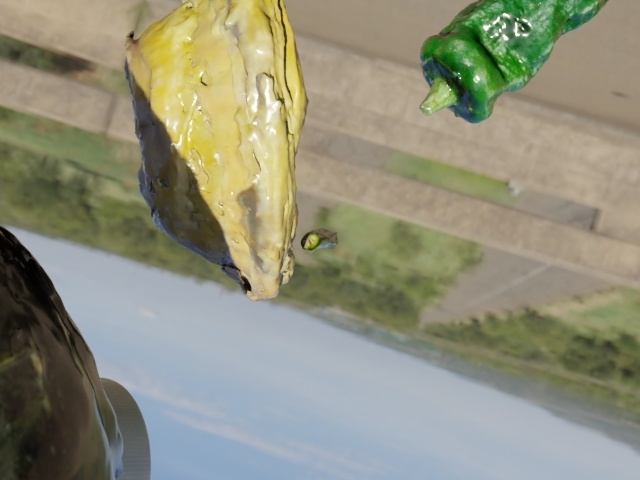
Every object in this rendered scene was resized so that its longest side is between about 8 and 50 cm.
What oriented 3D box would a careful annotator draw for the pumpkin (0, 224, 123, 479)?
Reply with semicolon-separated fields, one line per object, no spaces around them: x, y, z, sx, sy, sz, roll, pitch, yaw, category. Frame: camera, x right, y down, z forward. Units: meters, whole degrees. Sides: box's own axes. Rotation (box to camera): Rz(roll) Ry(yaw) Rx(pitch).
-0.337;0.146;0.726;0.454;0.454;0.344;17;-139;9;pumpkin

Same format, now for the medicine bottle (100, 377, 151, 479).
-0.337;0.215;1.121;0.332;0.189;0.190;11;-177;-45;medicine bottle

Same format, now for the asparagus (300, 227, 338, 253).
-0.001;0.000;1.275;0.025;0.021;0.108;23;-171;12;asparagus

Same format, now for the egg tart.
-0.107;-0.107;1.127;0.150;0.351;0.352;-7;-178;-11;egg tart

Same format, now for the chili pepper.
0.194;-0.214;1.178;0.099;0.270;0.136;52;166;-33;chili pepper
